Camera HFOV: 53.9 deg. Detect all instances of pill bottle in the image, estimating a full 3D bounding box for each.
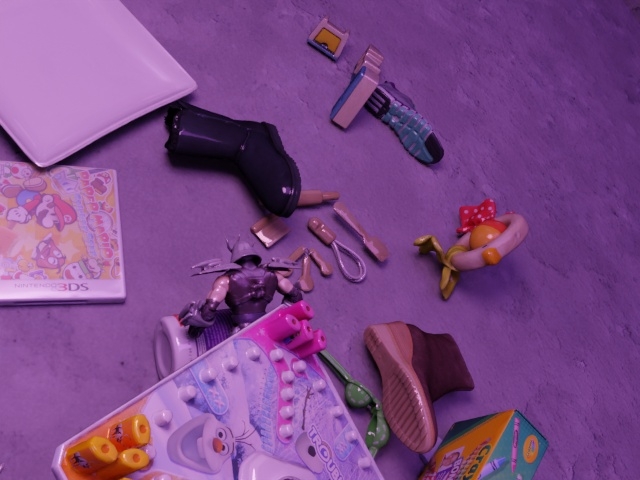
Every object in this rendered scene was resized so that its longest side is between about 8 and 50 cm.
[{"bbox_3d":[-0.140,0.156,0.944,0.194,0.108,0.108,-4,66,-31],"label":"pill bottle"}]

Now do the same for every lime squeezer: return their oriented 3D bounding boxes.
[{"bbox_3d":[0.050,0.283,1.029,0.110,0.059,0.310,-15,71,-3],"label":"lime squeezer"}]

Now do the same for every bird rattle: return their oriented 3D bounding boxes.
[{"bbox_3d":[0.323,0.008,1.246,0.254,0.207,0.143,-29,99,-29],"label":"bird rattle"}]

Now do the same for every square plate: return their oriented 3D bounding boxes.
[{"bbox_3d":[-0.445,-0.312,1.066,0.347,0.049,0.344,47,51,2],"label":"square plate"}]

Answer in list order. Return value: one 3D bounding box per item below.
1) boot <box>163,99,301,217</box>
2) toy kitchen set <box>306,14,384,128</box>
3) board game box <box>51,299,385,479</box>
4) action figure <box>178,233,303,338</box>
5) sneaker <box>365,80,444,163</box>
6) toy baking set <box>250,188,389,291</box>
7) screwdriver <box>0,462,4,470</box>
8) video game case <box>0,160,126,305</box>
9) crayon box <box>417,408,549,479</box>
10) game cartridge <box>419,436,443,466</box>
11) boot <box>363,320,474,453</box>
[{"bbox_3d":[-0.159,-0.141,1.085,0.207,0.094,0.246,7,41,-29],"label":"boot"},{"bbox_3d":[0.031,-0.369,1.355,0.166,0.122,0.207,31,33,-11],"label":"toy kitchen set"},{"bbox_3d":[-0.029,0.291,0.668,0.389,0.050,0.390,61,31,1],"label":"board game box"},{"bbox_3d":[-0.096,0.128,0.860,0.186,0.099,0.284,-4,77,-24],"label":"action figure"},{"bbox_3d":[0.204,-0.272,1.401,0.223,0.083,0.098,47,46,2],"label":"sneaker"},{"bbox_3d":[-0.003,-0.006,1.167,0.256,0.030,0.196,-10,75,-27],"label":"toy baking set"},{"bbox_3d":[-0.418,0.340,0.735,0.024,0.025,0.169,30,54,-12],"label":"screwdriver"},{"bbox_3d":[-0.404,-0.013,0.940,0.207,0.026,0.226,2,63,-29],"label":"video game case"},{"bbox_3d":[0.216,0.397,0.963,0.081,0.165,0.278,46,56,-2],"label":"crayon box"},{"bbox_3d":[0.211,0.380,1.080,0.083,0.017,0.056,43,55,-2],"label":"game cartridge"},{"bbox_3d":[0.194,0.242,1.066,0.207,0.090,0.248,13,38,-33],"label":"boot"}]
